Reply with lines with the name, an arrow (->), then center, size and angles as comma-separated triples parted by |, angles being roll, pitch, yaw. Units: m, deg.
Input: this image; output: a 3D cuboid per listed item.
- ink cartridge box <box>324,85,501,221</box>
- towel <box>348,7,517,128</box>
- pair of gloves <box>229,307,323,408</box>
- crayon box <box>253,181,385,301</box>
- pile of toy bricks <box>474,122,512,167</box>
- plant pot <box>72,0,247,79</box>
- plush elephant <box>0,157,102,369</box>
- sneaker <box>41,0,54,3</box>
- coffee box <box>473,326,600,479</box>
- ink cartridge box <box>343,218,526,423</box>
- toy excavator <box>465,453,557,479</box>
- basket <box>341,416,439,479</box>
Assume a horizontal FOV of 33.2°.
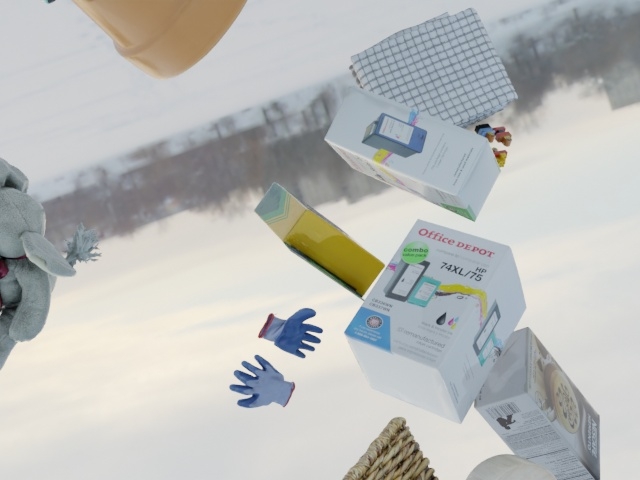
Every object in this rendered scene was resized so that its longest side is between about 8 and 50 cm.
ink cartridge box -> 0.131, -0.121, 1.505 | 0.212, 0.093, 0.154 | 27, 176, 20
towel -> 0.231, -0.326, 2.211 | 0.284, 0.235, 0.121 | -24, 168, -3
pair of gloves -> -0.072, 0.200, 1.829 | 0.023, 0.198, 0.159 | 26, 180, 39
crayon box -> 0.000, 0.000, 2.123 | 0.083, 0.203, 0.323 | -54, -159, 3
pile of toy bricks -> 0.321, -0.160, 2.212 | 0.212, 0.118, 0.105 | -11, -133, -27
plant pot -> -0.226, -0.384, 1.395 | 0.203, 0.291, 0.291 | 28, 156, -34
plush elephant -> -0.539, 0.019, 1.800 | 0.330, 0.272, 0.255 | -33, 150, -15
sneaker -> -0.411, -0.395, 1.541 | 0.069, 0.098, 0.038 | 25, -147, 17
coffee box -> 0.425, 0.332, 2.079 | 0.119, 0.297, 0.168 | -23, -145, 30
ink cartridge box -> 0.211, 0.140, 1.912 | 0.198, 0.197, 0.270 | 18, -119, 32
toy excavator -> 0.422, 0.541, 1.588 | 0.445, 0.433, 0.222 | 3, 180, -17
basket -> 0.039, 0.429, 1.545 | 0.213, 0.223, 0.299 | -27, -171, 39
